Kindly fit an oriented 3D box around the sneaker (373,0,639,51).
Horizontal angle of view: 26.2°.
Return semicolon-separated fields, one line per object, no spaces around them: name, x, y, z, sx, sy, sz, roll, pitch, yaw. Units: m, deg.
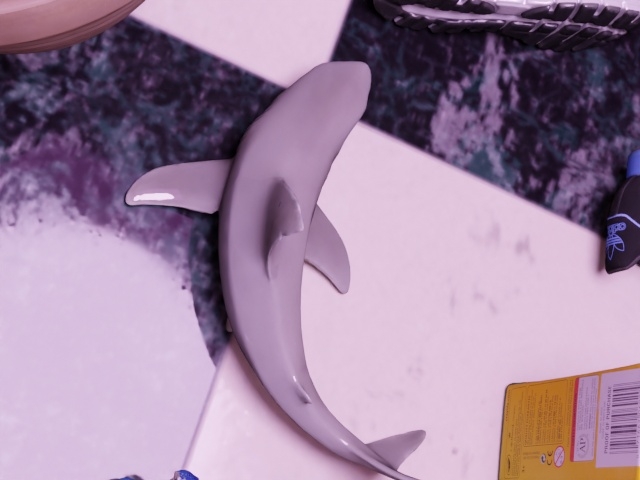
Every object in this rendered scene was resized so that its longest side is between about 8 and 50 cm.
sneaker;0.138;-0.186;0.918;0.208;0.081;0.094;6;75;-19

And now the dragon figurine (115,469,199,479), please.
dragon figurine;-0.068;0.263;0.721;0.144;0.085;0.289;-19;77;-33

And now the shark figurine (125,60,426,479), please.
shark figurine;-0.011;0.025;0.803;0.166;0.116;0.278;-8;81;-21

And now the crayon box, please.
crayon box;0.171;0.218;0.805;0.081;0.165;0.278;10;77;-19

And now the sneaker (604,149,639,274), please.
sneaker;0.299;0.022;0.944;0.232;0.081;0.090;23;75;-9

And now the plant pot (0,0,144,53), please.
plant pot;-0.165;-0.183;0.761;0.237;0.110;0.237;-1;59;2
